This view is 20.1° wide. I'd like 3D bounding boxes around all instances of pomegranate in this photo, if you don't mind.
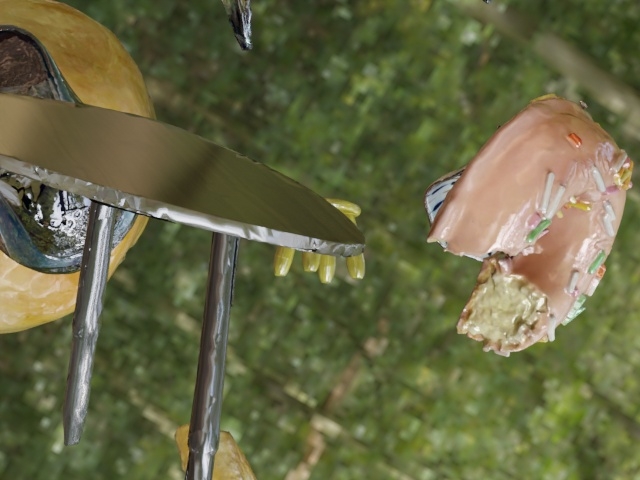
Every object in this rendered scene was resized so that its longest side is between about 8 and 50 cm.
[{"bbox_3d":[-0.383,-0.096,2.055,0.411,0.411,0.411,-59,-173,12],"label":"pomegranate"}]

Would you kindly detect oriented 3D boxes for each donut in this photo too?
[{"bbox_3d":[0.184,-0.015,1.501,0.199,0.085,0.233,-49,149,-15],"label":"donut"}]

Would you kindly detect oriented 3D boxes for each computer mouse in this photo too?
[{"bbox_3d":[-0.250,-0.081,1.510,0.137,0.233,0.096,-40,167,-11],"label":"computer mouse"}]

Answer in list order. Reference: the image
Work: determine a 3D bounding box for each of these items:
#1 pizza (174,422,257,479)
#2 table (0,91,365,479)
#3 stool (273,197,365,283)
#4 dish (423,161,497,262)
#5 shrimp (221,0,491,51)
[{"bbox_3d":[-0.072,0.364,2.062,0.074,0.365,0.182,-25,-166,1],"label":"pizza"},{"bbox_3d":[-0.176,0.055,1.157,0.317,0.317,0.249,-97,-157,-79],"label":"table"},{"bbox_3d":[0.000,0.000,2.608,0.134,0.135,0.110,44,49,-75],"label":"stool"},{"bbox_3d":[0.230,-0.054,2.358,0.191,0.190,0.066,-54,-163,44],"label":"dish"},{"bbox_3d":[0.018,-0.225,1.536,0.198,0.262,0.051,-58,-157,1],"label":"shrimp"}]
